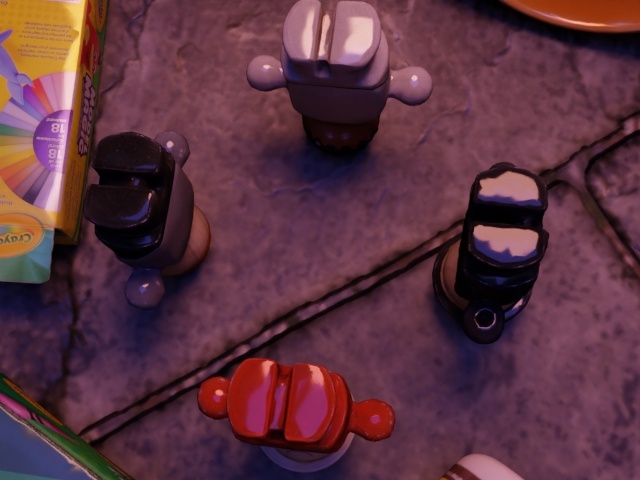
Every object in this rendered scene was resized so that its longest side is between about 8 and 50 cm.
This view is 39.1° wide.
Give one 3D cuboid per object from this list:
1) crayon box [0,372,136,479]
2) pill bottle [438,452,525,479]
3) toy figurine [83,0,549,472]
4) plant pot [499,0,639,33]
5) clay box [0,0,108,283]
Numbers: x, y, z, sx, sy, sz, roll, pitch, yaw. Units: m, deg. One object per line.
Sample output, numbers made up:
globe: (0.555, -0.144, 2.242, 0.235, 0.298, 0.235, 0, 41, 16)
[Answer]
crayon box: (-0.204, 0.226, 0.470, 0.165, 0.081, 0.278, 35, 80, 7)
pill bottle: (0.047, 0.221, 0.455, 0.215, 0.117, 0.117, -43, 82, -8)
toy figurine: (0.000, 0.000, 0.495, 0.213, 0.148, 0.209, -40, 75, -6)
plant pot: (0.183, -0.262, 0.533, 0.205, 0.205, 0.188, 17, 62, 3)
clay box: (-0.206, -0.083, 0.551, 0.127, 0.053, 0.222, 4, 79, 0)
